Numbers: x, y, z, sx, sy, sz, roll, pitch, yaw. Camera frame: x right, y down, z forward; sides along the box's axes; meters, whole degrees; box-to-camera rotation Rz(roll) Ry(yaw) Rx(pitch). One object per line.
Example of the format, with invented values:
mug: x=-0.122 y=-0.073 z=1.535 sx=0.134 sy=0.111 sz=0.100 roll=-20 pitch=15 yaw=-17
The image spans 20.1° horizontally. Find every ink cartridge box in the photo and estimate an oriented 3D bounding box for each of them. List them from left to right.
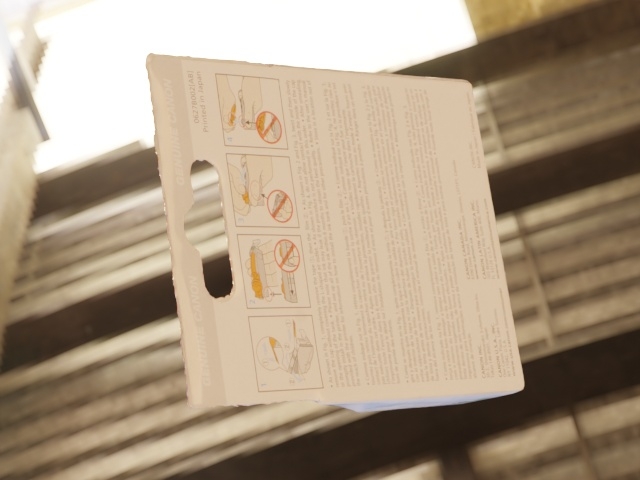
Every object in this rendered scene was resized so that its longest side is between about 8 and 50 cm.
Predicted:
ink cartridge box: x=0.000 y=0.000 z=0.945 sx=0.225 sy=0.181 sz=0.056 roll=0 pitch=167 yaw=-38
